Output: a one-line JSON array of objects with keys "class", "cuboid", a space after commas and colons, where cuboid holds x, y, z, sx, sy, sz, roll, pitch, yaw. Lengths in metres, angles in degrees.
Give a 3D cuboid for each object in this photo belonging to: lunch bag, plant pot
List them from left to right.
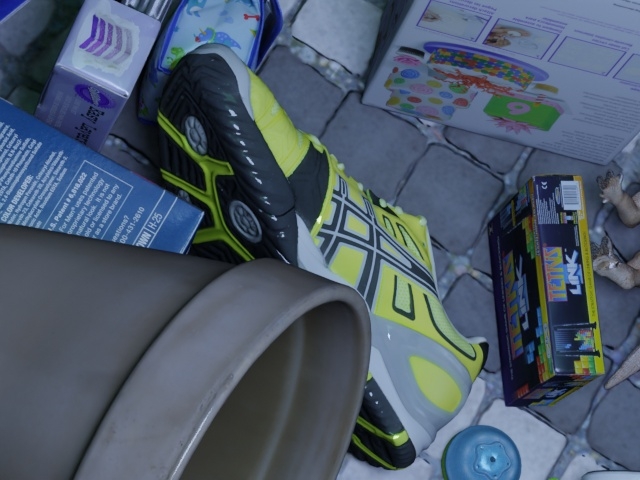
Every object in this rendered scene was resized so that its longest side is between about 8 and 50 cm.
[{"class": "plant pot", "cuboid": [-0.161, 0.123, 1.223, 0.280, 0.323, 0.323, 26, 69, 20]}, {"class": "lunch bag", "cuboid": [-0.091, -0.175, 1.520, 0.096, 0.129, 0.151, 18, 69, -10]}]

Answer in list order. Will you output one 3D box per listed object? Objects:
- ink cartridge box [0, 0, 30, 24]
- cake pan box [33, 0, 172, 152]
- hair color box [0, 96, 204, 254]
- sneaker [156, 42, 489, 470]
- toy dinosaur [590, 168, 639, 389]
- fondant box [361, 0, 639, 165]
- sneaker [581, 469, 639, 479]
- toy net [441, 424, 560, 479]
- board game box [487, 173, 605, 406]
[{"class": "ink cartridge box", "cuboid": [-0.345, -0.271, 1.430, 0.176, 0.069, 0.371, -43, 50, -19]}, {"class": "cake pan box", "cuboid": [-0.157, -0.191, 1.439, 0.070, 0.267, 0.246, 23, 69, -9]}, {"class": "hair color box", "cuboid": [-0.275, -0.042, 1.421, 0.347, 0.174, 0.105, 29, 69, -2]}, {"class": "sneaker", "cuboid": [0.000, 0.000, 1.458, 0.147, 0.145, 0.385, -39, 110, -28]}, {"class": "toy dinosaur", "cuboid": [0.345, -0.001, 1.563, 0.200, 0.127, 0.296, 14, 86, -43]}, {"class": "fondant box", "cuboid": [0.186, -0.183, 1.468, 0.238, 0.330, 0.096, 14, 70, -6]}, {"class": "sneaker", "cuboid": [0.363, 0.264, 1.494, 0.290, 0.106, 0.123, 3, 76, 1]}, {"class": "toy net", "cuboid": [0.110, 0.265, 1.472, 0.122, 0.045, 0.232, 40, 72, 1]}, {"class": "board game box", "cuboid": [0.188, 0.045, 1.499, 0.048, 0.141, 0.170, -1, 73, -12]}]
